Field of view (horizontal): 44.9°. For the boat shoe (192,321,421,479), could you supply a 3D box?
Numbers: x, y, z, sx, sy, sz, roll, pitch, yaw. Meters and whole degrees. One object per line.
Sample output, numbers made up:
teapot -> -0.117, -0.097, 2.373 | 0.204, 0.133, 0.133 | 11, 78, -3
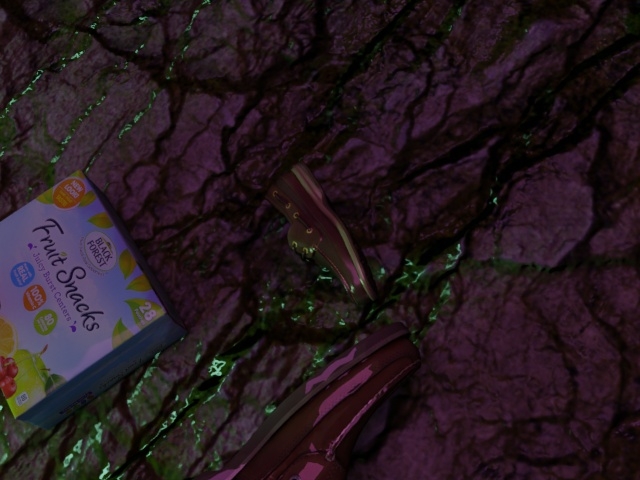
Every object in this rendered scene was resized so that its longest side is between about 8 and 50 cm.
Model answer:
boat shoe -> -0.016, 0.203, 0.664 | 0.307, 0.110, 0.104 | -43, 69, 3

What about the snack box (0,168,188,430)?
snack box -> -0.263, 0.056, 0.796 | 0.174, 0.070, 0.207 | -34, 65, -5

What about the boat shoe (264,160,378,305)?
boat shoe -> 0.000, 0.000, 0.774 | 0.060, 0.064, 0.178 | -32, 57, 2
